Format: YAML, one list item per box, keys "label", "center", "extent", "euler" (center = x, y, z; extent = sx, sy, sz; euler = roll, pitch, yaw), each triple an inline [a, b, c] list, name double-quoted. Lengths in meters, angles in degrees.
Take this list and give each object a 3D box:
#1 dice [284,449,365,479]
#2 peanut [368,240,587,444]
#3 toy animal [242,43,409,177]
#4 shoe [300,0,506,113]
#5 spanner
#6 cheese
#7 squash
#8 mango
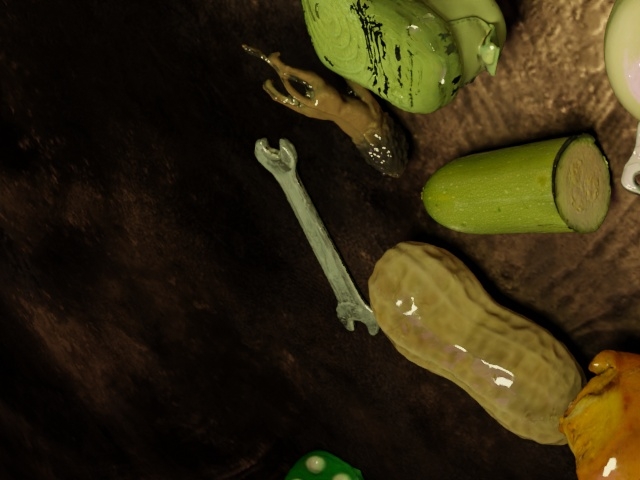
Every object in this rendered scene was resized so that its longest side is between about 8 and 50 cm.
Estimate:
- label: "dice"
  center: [0.001, 0.420, 1.474]
  extent: [0.120, 0.128, 0.131]
  euler: [25, 136, 22]
- label: "peanut"
  center: [0.178, 0.120, 1.047]
  extent: [0.298, 0.120, 0.136]
  euler: [38, 166, 8]
- label: "toy animal"
  center: [0.012, -0.147, 0.983]
  extent: [0.219, 0.086, 0.069]
  euler: [30, 123, -16]
- label: "shoe"
  center: [0.063, -0.198, 0.859]
  extent: [0.262, 0.128, 0.140]
  euler: [48, 144, 48]
- label: "spanner"
  center: [0.000, 0.000, 1.183]
  extent: [0.071, 0.017, 0.302]
  euler: [-3, 122, 44]
- label: "cheese"
  center: [0.290, -0.123, 0.763]
  extent: [0.137, 0.064, 0.227]
  euler: [29, 138, 26]
- label: "squash"
  center: [0.180, -0.050, 0.918]
  extent: [0.188, 0.095, 0.095]
  euler: [-1, 123, 50]
- label: "mango"
  center: [0.376, 0.272, 0.945]
  extent: [0.350, 0.201, 0.199]
  euler: [45, 160, -13]
